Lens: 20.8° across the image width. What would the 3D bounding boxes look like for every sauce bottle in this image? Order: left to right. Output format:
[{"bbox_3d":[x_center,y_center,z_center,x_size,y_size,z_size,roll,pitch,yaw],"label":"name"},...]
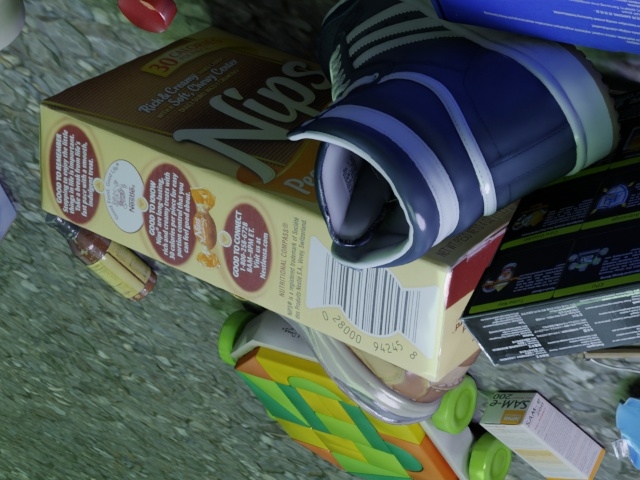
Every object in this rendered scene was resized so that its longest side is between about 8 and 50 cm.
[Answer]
[{"bbox_3d":[-0.217,0.010,1.717,0.042,0.042,0.128,-1,141,51],"label":"sauce bottle"}]

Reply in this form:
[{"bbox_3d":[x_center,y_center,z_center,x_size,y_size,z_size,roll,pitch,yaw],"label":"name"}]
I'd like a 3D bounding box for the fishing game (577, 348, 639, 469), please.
[{"bbox_3d":[0.312,0.186,1.403,0.189,0.041,0.264,-4,130,54],"label":"fishing game"}]

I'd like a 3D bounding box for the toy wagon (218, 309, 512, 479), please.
[{"bbox_3d":[0.055,0.181,1.718,0.267,0.068,0.344,14,154,33],"label":"toy wagon"}]

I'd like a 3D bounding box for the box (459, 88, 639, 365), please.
[{"bbox_3d":[0.187,-0.022,0.916,0.191,0.184,0.045,-14,125,41],"label":"box"}]

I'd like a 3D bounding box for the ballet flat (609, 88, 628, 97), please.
[{"bbox_3d":[0.203,-0.063,1.055,0.168,0.057,0.052,24,-173,22],"label":"ballet flat"}]

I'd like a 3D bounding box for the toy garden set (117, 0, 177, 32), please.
[{"bbox_3d":[-0.110,-0.235,0.839,0.244,0.203,0.049,31,156,-7],"label":"toy garden set"}]

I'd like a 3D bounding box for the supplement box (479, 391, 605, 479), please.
[{"bbox_3d":[0.201,0.178,1.576,0.098,0.036,0.062,40,156,-25],"label":"supplement box"}]

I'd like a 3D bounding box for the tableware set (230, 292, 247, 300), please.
[{"bbox_3d":[-0.113,0.008,1.608,0.154,0.024,0.104,41,155,-26],"label":"tableware set"}]

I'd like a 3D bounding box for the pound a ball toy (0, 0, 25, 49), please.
[{"bbox_3d":[-0.299,-0.270,1.137,0.208,0.136,0.319,50,164,20],"label":"pound a ball toy"}]

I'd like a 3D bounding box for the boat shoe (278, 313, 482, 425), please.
[{"bbox_3d":[0.000,0.000,1.366,0.324,0.123,0.116,42,123,-8],"label":"boat shoe"}]

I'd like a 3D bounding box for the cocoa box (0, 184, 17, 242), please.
[{"bbox_3d":[-0.474,-0.054,1.638,0.231,0.228,0.347,21,157,18],"label":"cocoa box"}]

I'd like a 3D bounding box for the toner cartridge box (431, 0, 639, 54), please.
[{"bbox_3d":[0.195,-0.155,0.815,0.348,0.075,0.165,15,155,32],"label":"toner cartridge box"}]

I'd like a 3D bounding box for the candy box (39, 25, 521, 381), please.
[{"bbox_3d":[-0.006,-0.035,1.127,0.316,0.183,0.087,23,124,28],"label":"candy box"}]

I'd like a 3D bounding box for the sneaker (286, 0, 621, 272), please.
[{"bbox_3d":[0.031,-0.071,1.007,0.282,0.153,0.099,28,145,59],"label":"sneaker"}]
